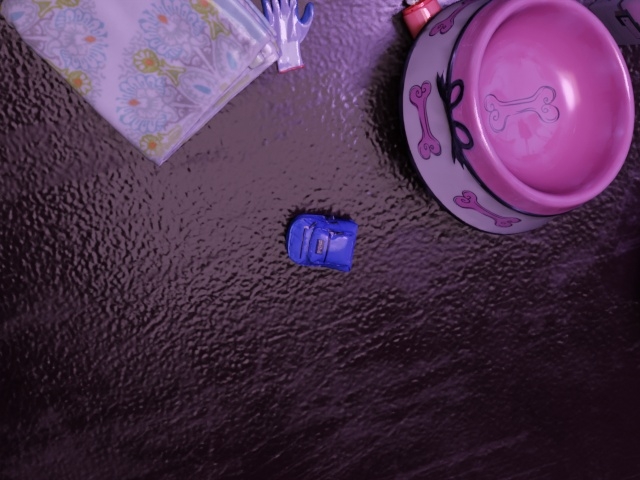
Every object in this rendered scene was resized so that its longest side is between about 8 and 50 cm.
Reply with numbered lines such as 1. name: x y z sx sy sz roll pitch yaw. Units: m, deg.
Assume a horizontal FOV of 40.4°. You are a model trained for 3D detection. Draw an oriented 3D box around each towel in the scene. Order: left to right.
1. towel: -0.289 -0.339 1.380 0.320 0.090 0.374 -39 103 26

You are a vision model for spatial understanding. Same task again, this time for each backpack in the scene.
1. backpack: 0.000 0.000 1.527 0.120 0.101 0.098 9 94 -4

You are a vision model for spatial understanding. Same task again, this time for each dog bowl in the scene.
1. dog bowl: 0.335 -0.215 1.409 0.408 0.150 0.408 2 86 -27

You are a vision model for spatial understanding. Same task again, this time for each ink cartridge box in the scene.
1. ink cartridge box: 0.570 -0.407 1.438 0.160 0.219 0.092 -41 102 3

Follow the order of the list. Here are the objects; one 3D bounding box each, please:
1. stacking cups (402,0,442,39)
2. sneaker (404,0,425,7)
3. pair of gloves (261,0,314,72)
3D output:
1. stacking cups: 0.235 -0.264 1.499 0.096 0.096 0.316 -31 102 1
2. sneaker: 0.160 -0.420 1.492 0.037 0.032 0.083 -16 102 -3
3. pair of gloves: -0.105 -0.359 1.483 0.198 0.023 0.159 -9 102 -3
